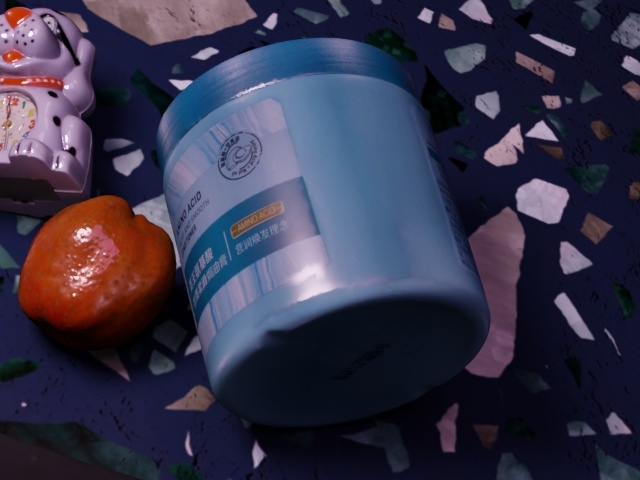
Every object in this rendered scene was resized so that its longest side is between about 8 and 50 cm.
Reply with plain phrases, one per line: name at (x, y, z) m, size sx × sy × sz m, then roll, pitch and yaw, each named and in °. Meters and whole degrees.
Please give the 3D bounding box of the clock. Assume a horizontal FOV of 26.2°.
clock at (-0.350, -0.176, 1.684) m, size 0.189 × 0.189 × 0.253 m, roll 12°, pitch 71°, yaw -8°

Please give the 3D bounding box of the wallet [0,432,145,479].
wallet at (-0.286, 0.304, 1.324) m, size 0.406 × 0.062 × 0.228 m, roll 27°, pitch 52°, yaw -38°

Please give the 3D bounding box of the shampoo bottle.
shampoo bottle at (0.000, 0.000, 1.604) m, size 0.331 × 0.331 × 0.342 m, roll -4°, pitch 58°, yaw -20°

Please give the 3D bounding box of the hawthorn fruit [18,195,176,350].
hawthorn fruit at (-0.262, 0.039, 1.597) m, size 0.189 × 0.189 × 0.189 m, roll 8°, pitch 53°, yaw -11°
